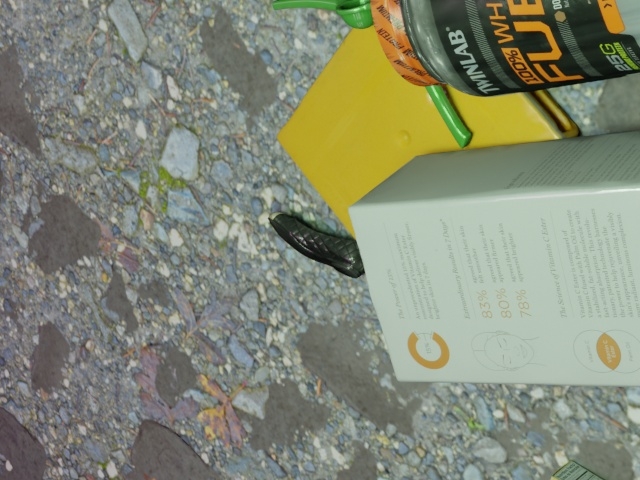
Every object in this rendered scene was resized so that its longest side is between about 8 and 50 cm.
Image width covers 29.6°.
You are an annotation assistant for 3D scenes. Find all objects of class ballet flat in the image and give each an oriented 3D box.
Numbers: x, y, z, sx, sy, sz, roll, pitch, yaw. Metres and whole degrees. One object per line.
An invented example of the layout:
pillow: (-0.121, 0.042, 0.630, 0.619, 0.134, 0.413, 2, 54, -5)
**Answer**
ballet flat: (0.000, 0.000, 1.599, 0.173, 0.049, 0.057, 27, 164, 33)

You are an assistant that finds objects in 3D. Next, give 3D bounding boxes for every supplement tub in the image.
supplement tub: (0.230, -0.253, 1.175, 0.338, 0.207, 0.207, -6, 101, 38)

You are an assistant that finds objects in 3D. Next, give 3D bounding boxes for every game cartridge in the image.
game cartridge: (0.113, -0.126, 1.449, 0.285, 0.053, 0.323, 52, 134, 14)

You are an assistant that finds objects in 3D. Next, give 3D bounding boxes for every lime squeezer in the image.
lime squeezer: (0.066, -0.237, 1.390, 0.310, 0.059, 0.110, 39, 157, 23)

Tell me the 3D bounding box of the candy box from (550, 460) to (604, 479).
candy box: (0.344, 0.353, 1.410, 0.187, 0.053, 0.109, 30, 123, 32)

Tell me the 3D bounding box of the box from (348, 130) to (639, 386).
box: (0.235, 0.020, 1.266, 0.345, 0.168, 0.215, -3, 112, 35)
